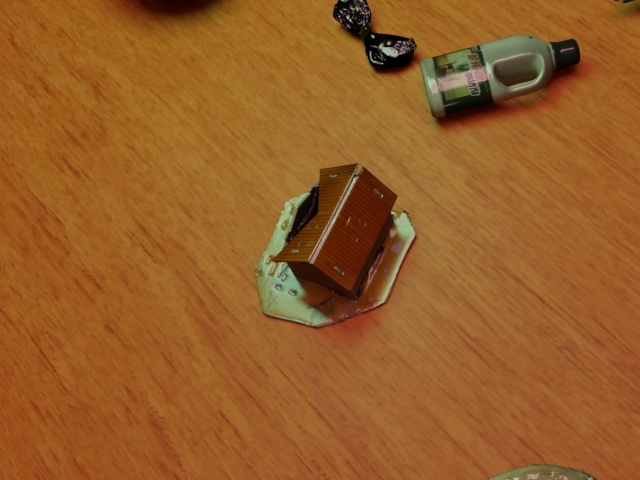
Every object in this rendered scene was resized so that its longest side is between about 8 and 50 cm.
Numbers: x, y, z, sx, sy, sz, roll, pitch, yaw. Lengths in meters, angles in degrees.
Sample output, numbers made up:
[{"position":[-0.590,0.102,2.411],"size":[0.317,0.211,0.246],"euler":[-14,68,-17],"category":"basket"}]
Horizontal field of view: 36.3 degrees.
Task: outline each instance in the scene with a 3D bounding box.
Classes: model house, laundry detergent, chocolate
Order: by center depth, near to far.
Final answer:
[{"position":[0.000,0.000,1.316],"size":[0.207,0.136,0.219],"euler":[22,71,22],"category":"model house"},{"position":[0.262,-0.246,1.415],"size":[0.226,0.070,0.099],"euler":[-13,53,7],"category":"laundry detergent"},{"position":[0.079,-0.319,1.504],"size":[0.072,0.070,0.147],"euler":[-50,58,19],"category":"chocolate"}]

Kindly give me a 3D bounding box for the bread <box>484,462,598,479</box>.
[{"position":[0.236,0.395,1.039],"size":[0.306,0.158,0.305],"euler":[-8,60,14],"category":"bread"}]

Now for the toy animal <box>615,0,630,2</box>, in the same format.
[{"position":[0.531,-0.396,1.426],"size":[0.220,0.062,0.108],"euler":[-9,61,3],"category":"toy animal"}]
